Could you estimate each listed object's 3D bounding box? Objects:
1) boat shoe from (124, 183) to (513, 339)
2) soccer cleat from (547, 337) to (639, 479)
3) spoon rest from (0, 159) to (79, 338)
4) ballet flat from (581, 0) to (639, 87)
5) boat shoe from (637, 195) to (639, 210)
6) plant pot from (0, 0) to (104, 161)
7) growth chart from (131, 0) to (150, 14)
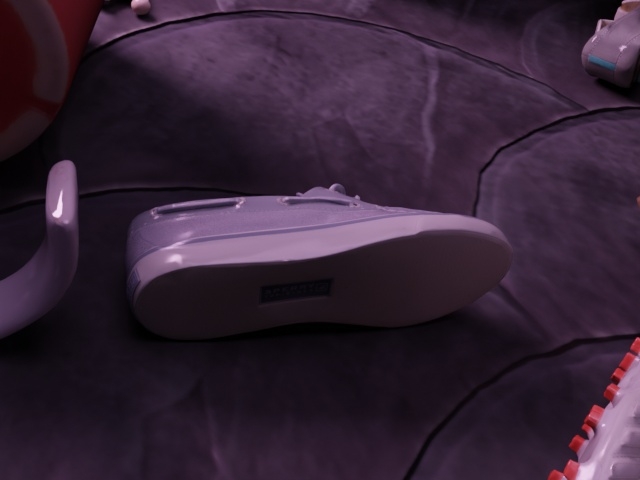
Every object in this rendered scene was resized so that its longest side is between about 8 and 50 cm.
[{"bbox_3d":[-0.001,0.001,0.580,0.228,0.079,0.081,-4,45,-18],"label":"boat shoe"},{"bbox_3d":[0.176,0.105,0.519,0.076,0.068,0.196,33,37,18],"label":"soccer cleat"},{"bbox_3d":[-0.252,0.023,0.484,0.277,0.084,0.137,-7,39,-7],"label":"spoon rest"},{"bbox_3d":[0.307,-0.206,0.963,0.068,0.072,0.213,22,36,24],"label":"ballet flat"},{"bbox_3d":[0.353,-0.019,0.723,0.302,0.109,0.098,-14,85,-33],"label":"boat shoe"},{"bbox_3d":[-0.243,-0.190,0.615,0.275,0.275,0.243,4,49,-14],"label":"plant pot"},{"bbox_3d":[-0.269,-0.253,0.866,0.237,0.021,0.172,3,38,-15],"label":"growth chart"}]
